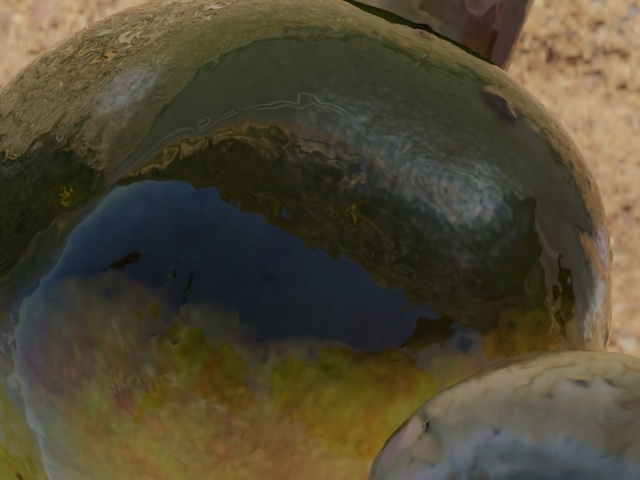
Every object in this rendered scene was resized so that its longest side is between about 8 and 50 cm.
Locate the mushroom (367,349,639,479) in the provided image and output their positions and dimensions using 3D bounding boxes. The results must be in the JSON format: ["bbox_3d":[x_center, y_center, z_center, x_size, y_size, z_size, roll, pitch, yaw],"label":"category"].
[{"bbox_3d":[0.044,0.060,0.326,0.084,0.067,0.083,4,106,13],"label":"mushroom"}]

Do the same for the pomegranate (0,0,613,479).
[{"bbox_3d":[0.000,0.000,0.493,0.180,0.209,0.180,22,154,11],"label":"pomegranate"}]
